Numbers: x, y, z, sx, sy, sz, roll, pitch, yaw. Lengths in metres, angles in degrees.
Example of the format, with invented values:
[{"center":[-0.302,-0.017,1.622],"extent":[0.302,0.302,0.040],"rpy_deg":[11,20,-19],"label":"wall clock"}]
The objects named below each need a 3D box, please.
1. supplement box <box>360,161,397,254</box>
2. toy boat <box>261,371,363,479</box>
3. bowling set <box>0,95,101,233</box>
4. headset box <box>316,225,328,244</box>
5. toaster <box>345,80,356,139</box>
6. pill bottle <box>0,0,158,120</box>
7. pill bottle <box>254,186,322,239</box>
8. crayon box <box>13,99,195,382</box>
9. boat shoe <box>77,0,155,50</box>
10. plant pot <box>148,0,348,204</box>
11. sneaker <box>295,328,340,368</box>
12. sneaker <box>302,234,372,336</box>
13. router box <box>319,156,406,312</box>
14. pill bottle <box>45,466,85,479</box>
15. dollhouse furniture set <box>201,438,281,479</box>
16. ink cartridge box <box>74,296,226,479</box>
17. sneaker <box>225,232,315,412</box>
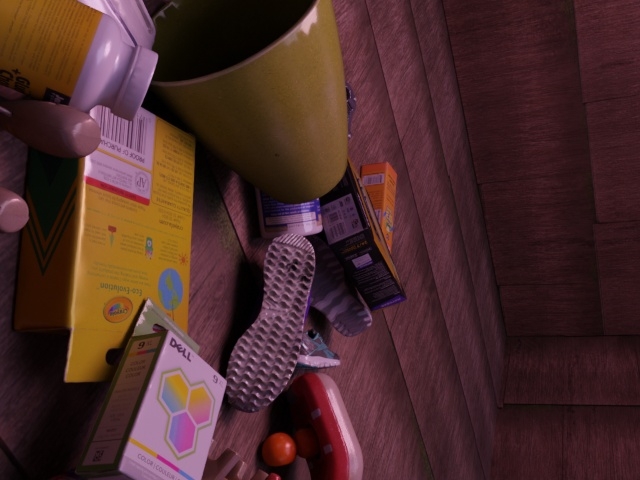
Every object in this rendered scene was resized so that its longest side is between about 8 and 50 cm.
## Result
[{"center":[0.139,-0.075,1.629],"extent":[0.078,0.080,0.233],"rpy_deg":[42,51,-55],"label":"supplement box"},{"center":[-0.027,0.350,1.122],"extent":[0.151,0.151,0.231],"rpy_deg":[114,-40,-54],"label":"toy boat"},{"center":[-0.337,-0.055,0.519],"extent":[0.287,0.154,0.199],"rpy_deg":[22,85,-65],"label":"bowling set"},{"center":[0.000,0.000,1.321],"extent":[0.083,0.062,0.032],"rpy_deg":[52,39,-53],"label":"headset box"},{"center":[-0.037,-0.265,1.179],"extent":[0.227,0.147,0.129],"rpy_deg":[51,40,-53],"label":"toaster"},{"center":[-0.257,-0.184,0.626],"extent":[0.184,0.103,0.103],"rpy_deg":[21,61,-23],"label":"pill bottle"},{"center":[-0.061,-0.101,1.140],"extent":[0.112,0.112,0.186],"rpy_deg":[-21,105,-65],"label":"pill bottle"},{"center":[-0.239,0.002,0.759],"extent":[0.202,0.081,0.318],"rpy_deg":[26,62,-63],"label":"crayon box"},{"center":[-0.272,-0.328,0.680],"extent":[0.367,0.136,0.156],"rpy_deg":[61,34,-49],"label":"boat shoe"},{"center":[-0.070,-0.198,0.934],"extent":[0.293,0.275,0.274],"rpy_deg":[60,34,-44],"label":"plant pot"},{"center":[-0.008,0.210,1.270],"extent":[0.166,0.065,0.076],"rpy_deg":[26,59,-65],"label":"sneaker"},{"center":[0.001,0.078,1.311],"extent":[0.281,0.105,0.115],"rpy_deg":[60,1,-38],"label":"sneaker"},{"center":[0.063,-0.045,1.309],"extent":[0.243,0.081,0.308],"rpy_deg":[57,13,-47],"label":"router box"},{"center":[-0.224,0.287,0.709],"extent":[0.193,0.108,0.108],"rpy_deg":[-1,87,-67],"label":"pill bottle"},{"center":[-0.047,0.456,0.951],"extent":[0.152,0.201,0.374],"rpy_deg":[-58,135,-23],"label":"dollhouse furniture set"},{"center":[-0.163,0.168,0.693],"extent":[0.109,0.062,0.209],"rpy_deg":[53,34,-37],"label":"ink cartridge box"},{"center":[-0.071,0.147,1.091],"extent":[0.146,0.102,0.293],"rpy_deg":[94,14,-71],"label":"sneaker"}]
